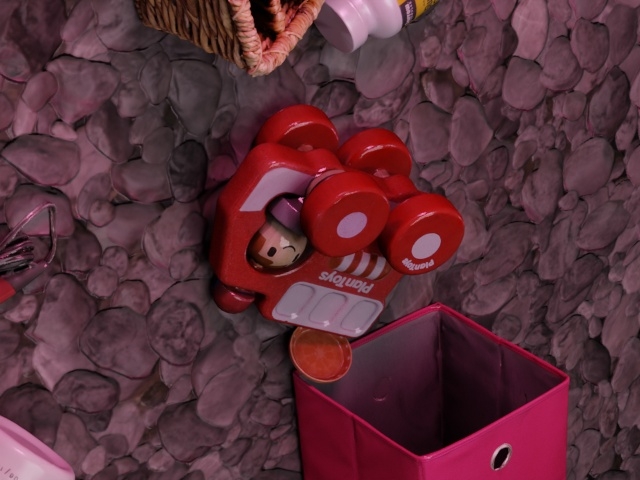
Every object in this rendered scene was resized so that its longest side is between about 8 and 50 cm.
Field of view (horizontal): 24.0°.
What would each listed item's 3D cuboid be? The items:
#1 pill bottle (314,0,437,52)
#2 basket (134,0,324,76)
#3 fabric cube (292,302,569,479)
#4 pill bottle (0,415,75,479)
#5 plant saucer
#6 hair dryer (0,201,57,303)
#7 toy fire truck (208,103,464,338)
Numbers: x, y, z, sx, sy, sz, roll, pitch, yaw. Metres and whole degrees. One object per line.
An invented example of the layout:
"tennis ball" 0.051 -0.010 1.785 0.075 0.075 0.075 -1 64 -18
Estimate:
"pill bottle" 0.079 -0.294 1.707 0.184 0.103 0.103 -40 131 -18
"basket" -0.070 -0.345 1.479 0.213 0.223 0.299 -29 126 -26
"fabric cube" 0.143 0.277 1.930 0.254 0.259 0.258 -22 123 -31
"pill bottle" -0.377 0.307 1.604 0.229 0.131 0.131 -55 133 -5
"plant saucer" -0.001 0.139 1.877 0.083 0.083 0.013 -19 162 -32
"hair dryer" -0.381 0.085 1.530 0.223 0.080 0.294 18 99 -44
"toy fire truck" 0.000 0.000 1.761 0.302 0.169 0.254 14 120 -41
